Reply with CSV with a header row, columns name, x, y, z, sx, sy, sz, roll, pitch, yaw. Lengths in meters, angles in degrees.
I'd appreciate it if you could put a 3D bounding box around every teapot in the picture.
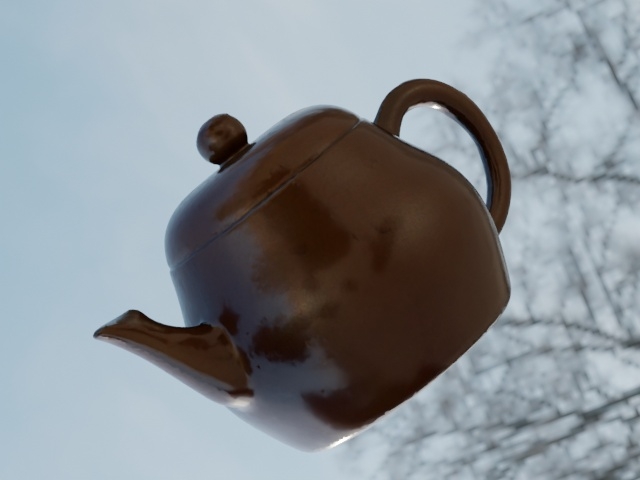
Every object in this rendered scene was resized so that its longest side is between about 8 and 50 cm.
name,x,y,z,sx,sy,sz,roll,pitch,yaw
teapot,0.000,0.000,0.598,0.173,0.116,0.116,-40,-75,-32
